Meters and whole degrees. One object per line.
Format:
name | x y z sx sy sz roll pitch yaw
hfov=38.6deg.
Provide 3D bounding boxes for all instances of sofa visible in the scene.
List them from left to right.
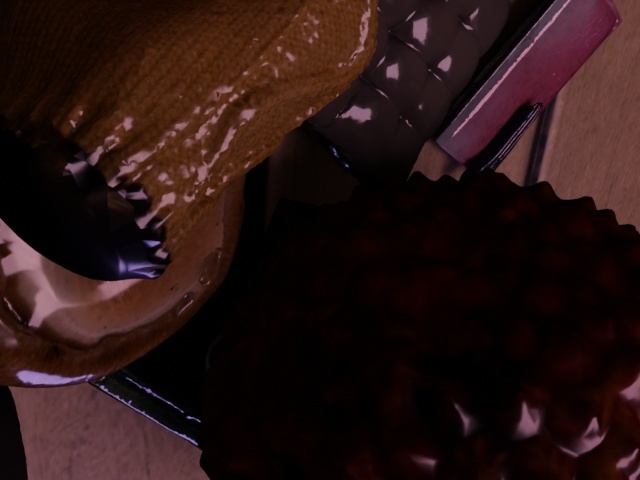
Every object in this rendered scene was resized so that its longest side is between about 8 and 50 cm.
sofa | 0.000 0.000 0.881 0.118 0.039 0.060 11 106 -48

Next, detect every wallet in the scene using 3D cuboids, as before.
wallet | -0.101 0.106 0.844 0.160 0.055 0.236 -55 141 -11
wallet | 0.220 -0.173 0.965 0.232 0.025 0.119 -49 140 9

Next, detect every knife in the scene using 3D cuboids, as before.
knife | 0.193 -0.102 0.975 0.121 0.018 0.031 -52 144 10

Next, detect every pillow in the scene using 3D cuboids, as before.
pillow | 0.023 -0.188 0.728 0.228 0.101 0.326 -56 143 -1

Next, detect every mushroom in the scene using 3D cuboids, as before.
mushroom | -0.159 -0.021 0.611 0.253 0.153 0.253 -24 129 -34

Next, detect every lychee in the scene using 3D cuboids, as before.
lychee | 0.108 0.141 0.756 0.425 0.500 0.424 -3 102 -16

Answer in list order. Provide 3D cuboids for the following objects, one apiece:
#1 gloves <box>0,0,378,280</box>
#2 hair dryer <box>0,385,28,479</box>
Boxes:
gloves | -0.054 -0.144 0.490 0.155 0.203 0.356 34 71 -38
hair dryer | -0.301 0.141 0.516 0.320 0.155 0.284 4 157 -43
